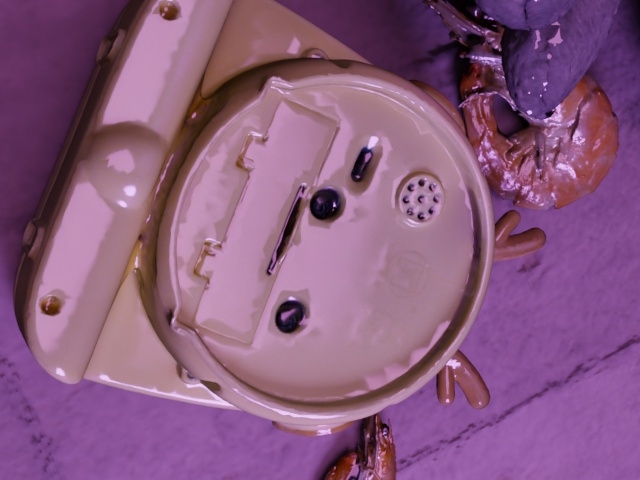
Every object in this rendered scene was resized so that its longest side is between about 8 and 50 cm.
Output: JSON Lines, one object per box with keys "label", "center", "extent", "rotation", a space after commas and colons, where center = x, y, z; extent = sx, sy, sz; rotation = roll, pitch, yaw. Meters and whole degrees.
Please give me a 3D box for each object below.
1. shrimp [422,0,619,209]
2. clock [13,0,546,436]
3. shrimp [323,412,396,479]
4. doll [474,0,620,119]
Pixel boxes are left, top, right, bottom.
{"label": "shrimp", "center": [0.125, -0.092, 0.635], "extent": [0.099, 0.041, 0.180], "rotation": [-45, 111, 4]}
{"label": "clock", "center": [0.000, 0.000, 0.559], "extent": [0.308, 0.096, 0.235], "rotation": [21, 88, -23]}
{"label": "shrimp", "center": [0.022, 0.160, 0.627], "extent": [0.059, 0.023, 0.108], "rotation": [-4, 97, -12]}
{"label": "doll", "center": [0.146, -0.244, 0.551], "extent": [0.340, 0.158, 0.246], "rotation": [-60, 152, -12]}
